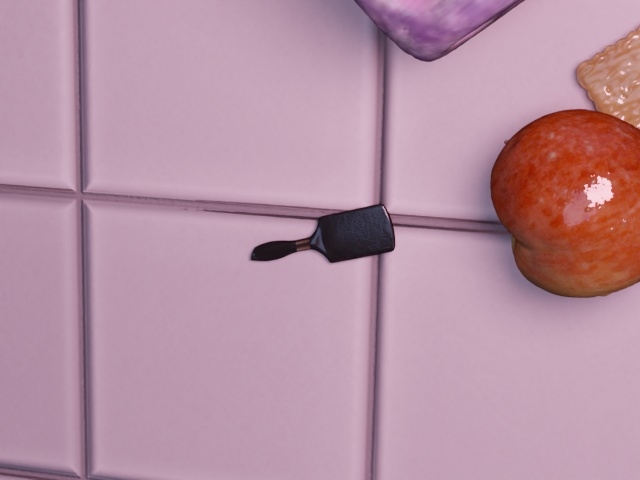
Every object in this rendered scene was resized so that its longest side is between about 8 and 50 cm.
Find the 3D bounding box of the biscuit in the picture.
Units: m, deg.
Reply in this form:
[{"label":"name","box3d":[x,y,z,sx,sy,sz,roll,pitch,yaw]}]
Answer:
[{"label":"biscuit","box3d":[0.432,-0.198,1.615,0.250,0.030,0.160,-34,92,20]}]

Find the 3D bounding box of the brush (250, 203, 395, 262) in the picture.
[{"label":"brush","box3d":[0.000,0.000,1.787,0.194,0.016,0.062,-11,99,17]}]

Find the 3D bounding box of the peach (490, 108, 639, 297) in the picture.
[{"label":"peach","box3d":[0.311,-0.045,1.599,0.233,0.232,0.232,3,103,15]}]

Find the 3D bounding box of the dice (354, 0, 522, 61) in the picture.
[{"label":"dice","box3d":[0.144,-0.371,1.529,0.271,0.270,0.270,-36,91,20]}]
